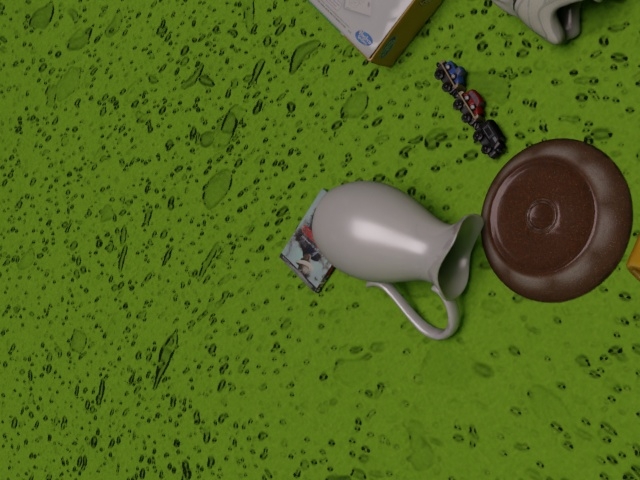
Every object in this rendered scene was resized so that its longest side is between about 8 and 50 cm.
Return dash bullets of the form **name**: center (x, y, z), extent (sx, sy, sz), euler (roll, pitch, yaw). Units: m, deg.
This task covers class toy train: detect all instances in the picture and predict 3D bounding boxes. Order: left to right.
- **toy train**: center (0.190, -0.171, 1.389), extent (0.036, 0.027, 0.158), euler (-40, 61, 23)

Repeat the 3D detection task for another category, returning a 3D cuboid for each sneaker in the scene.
- **sneaker**: center (0.305, -0.346, 1.241), extent (0.118, 0.110, 0.292), euler (54, 146, 21)

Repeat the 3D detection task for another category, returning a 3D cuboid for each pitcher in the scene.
- **pitcher**: center (0.093, 0.023, 1.386), extent (0.207, 0.125, 0.178), euler (19, 115, 33)

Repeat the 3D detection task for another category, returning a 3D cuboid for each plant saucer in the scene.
- **plant saucer**: center (0.268, -0.027, 1.299), extent (0.198, 0.036, 0.199), euler (-8, 77, 37)

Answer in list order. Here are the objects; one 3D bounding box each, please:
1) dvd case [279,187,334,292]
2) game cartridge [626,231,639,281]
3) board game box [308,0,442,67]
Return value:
- **dvd case**: center (0.000, 0.000, 1.520), extent (0.087, 0.013, 0.119), euler (45, 111, 34)
- **game cartridge**: center (0.476, -0.085, 1.045), extent (0.285, 0.052, 0.324), euler (11, 70, 48)
- **board game box**: center (0.099, -0.429, 1.455), extent (0.242, 0.064, 0.316), euler (49, 113, 23)
